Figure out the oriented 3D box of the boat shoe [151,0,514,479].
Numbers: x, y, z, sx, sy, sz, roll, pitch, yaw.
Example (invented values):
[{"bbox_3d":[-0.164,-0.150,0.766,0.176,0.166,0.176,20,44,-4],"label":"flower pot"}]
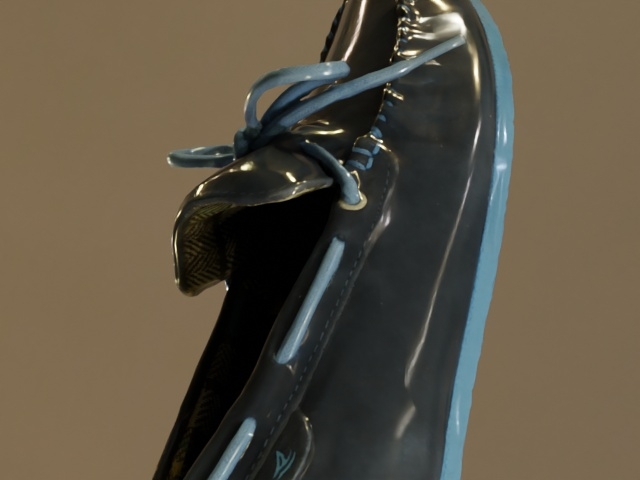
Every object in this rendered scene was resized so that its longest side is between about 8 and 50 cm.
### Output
[{"bbox_3d":[0.000,0.000,0.374,0.109,0.089,0.258,-53,-158,45],"label":"boat shoe"}]
